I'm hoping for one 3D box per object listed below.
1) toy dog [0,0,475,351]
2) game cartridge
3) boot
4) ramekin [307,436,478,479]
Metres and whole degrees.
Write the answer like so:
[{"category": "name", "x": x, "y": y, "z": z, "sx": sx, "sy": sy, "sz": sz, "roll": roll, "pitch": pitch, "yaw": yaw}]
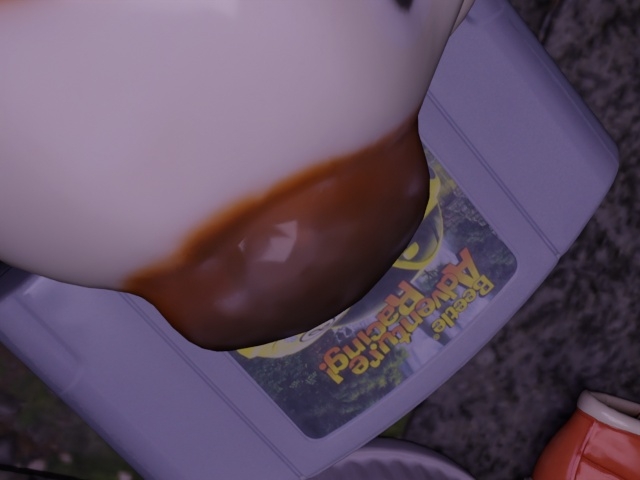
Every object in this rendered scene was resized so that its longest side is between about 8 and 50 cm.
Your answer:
[{"category": "toy dog", "x": -0.086, "y": -0.134, "z": 0.613, "sx": 0.395, "sy": 0.408, "sz": 0.284, "roll": -35, "pitch": 115, "yaw": -2}, {"category": "game cartridge", "x": 0.000, "y": 0.000, "z": 0.888, "sx": 0.294, "sy": 0.060, "sz": 0.196, "roll": -42, "pitch": 120, "yaw": 1}, {"category": "boot", "x": 0.194, "y": 0.136, "z": 0.995, "sx": 0.158, "sy": 0.059, "sz": 0.085, "roll": 21, "pitch": 98, "yaw": -21}, {"category": "ramekin", "x": 0.025, "y": 0.219, "z": 0.944, "sx": 0.207, "sy": 0.109, "sz": 0.207, "roll": -6, "pitch": 112, "yaw": -15}]
